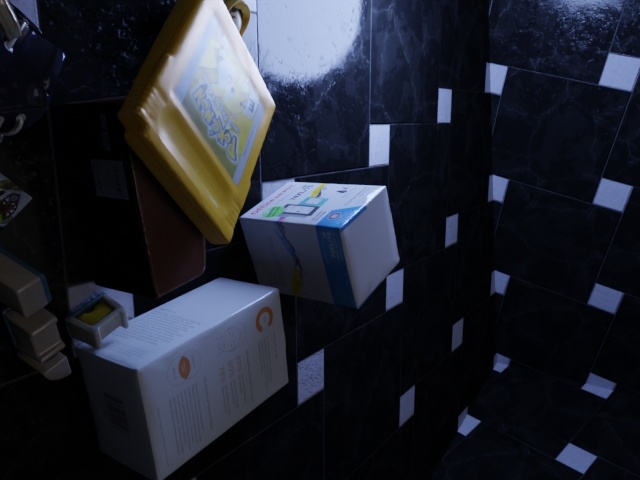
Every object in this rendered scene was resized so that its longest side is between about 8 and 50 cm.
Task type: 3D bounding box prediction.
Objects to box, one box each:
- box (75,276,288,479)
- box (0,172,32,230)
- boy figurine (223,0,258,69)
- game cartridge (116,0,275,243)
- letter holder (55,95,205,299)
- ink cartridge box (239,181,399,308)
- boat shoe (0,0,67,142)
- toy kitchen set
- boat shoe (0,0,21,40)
[{"bbox_3d":[-0.236,0.234,1.049,0.345,0.168,0.215,-26,118,-50],"label":"box"},{"bbox_3d":[-0.447,-0.039,0.644,0.159,0.044,0.233,-52,176,-14],"label":"box"},{"bbox_3d":[-0.175,-0.324,1.092,0.177,0.092,0.285,-12,110,-52],"label":"boy figurine"},{"bbox_3d":[-0.176,-0.202,0.906,0.285,0.053,0.323,60,33,-50],"label":"game cartridge"},{"bbox_3d":[-0.272,-0.089,0.945,0.214,0.152,0.301,-29,120,-52],"label":"letter holder"},{"bbox_3d":[0.000,0.000,1.254,0.198,0.270,0.197,-43,129,-43],"label":"ink cartridge box"},{"bbox_3d":[-0.443,-0.152,0.695,0.158,0.127,0.340,36,67,-45],"label":"boat shoe"},{"bbox_3d":[-0.401,0.080,0.854,0.166,0.122,0.207,-43,150,-43],"label":"toy kitchen set"},{"bbox_3d":[-0.431,-0.290,0.592,0.092,0.285,0.103,-43,166,-26],"label":"boat shoe"}]
